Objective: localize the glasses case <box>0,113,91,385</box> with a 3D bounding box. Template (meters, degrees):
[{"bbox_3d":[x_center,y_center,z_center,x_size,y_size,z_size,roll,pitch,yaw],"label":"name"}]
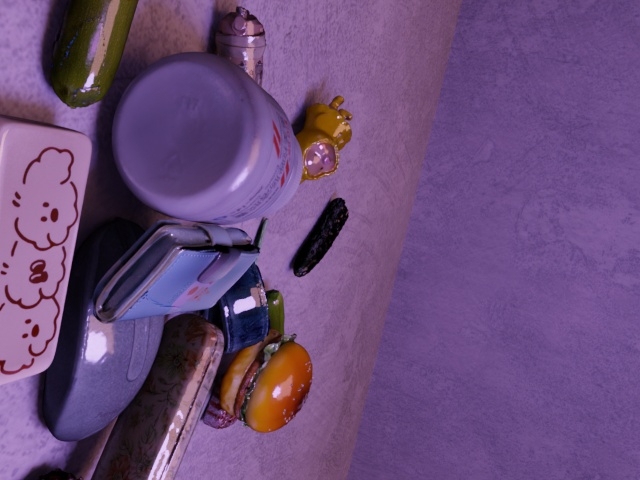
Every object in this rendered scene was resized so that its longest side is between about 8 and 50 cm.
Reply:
[{"bbox_3d":[-0.392,0.015,0.707,0.144,0.076,0.336,-8,113,-66],"label":"glasses case"}]

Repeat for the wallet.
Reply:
[{"bbox_3d":[-0.209,0.051,0.869,0.176,0.075,0.250,-46,164,12],"label":"wallet"}]

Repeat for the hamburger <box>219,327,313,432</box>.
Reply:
[{"bbox_3d":[-0.110,0.331,1.309,0.246,0.170,0.246,-52,158,-30],"label":"hamburger"}]

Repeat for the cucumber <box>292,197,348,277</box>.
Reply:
[{"bbox_3d":[0.000,0.000,1.669,0.303,0.072,0.081,-58,157,-32],"label":"cucumber"}]

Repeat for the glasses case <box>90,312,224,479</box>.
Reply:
[{"bbox_3d":[-0.294,0.331,0.978,0.098,0.157,0.425,40,61,-42],"label":"glasses case"}]

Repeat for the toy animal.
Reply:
[{"bbox_3d":[-0.004,-0.255,1.394,0.229,0.156,0.156,-53,153,-20],"label":"toy animal"}]

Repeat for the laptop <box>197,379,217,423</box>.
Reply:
[{"bbox_3d":[-0.319,0.365,1.237,0.187,0.015,0.269,-65,157,-21],"label":"laptop"}]

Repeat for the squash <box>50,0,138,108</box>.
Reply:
[{"bbox_3d":[-0.276,-0.331,0.723,0.087,0.087,0.331,17,89,-69],"label":"squash"}]

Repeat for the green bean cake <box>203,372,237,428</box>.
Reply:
[{"bbox_3d":[-0.231,0.404,1.413,0.135,0.056,0.135,46,65,-73],"label":"green bean cake"}]

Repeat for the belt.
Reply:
[{"bbox_3d":[-0.188,0.120,1.118,0.116,0.206,0.267,-18,136,-24],"label":"belt"}]

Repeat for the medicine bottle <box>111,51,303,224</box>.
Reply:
[{"bbox_3d":[-0.162,-0.147,0.921,0.306,0.245,0.244,7,100,-77],"label":"medicine bottle"}]

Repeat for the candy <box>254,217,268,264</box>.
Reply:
[{"bbox_3d":[-0.170,0.099,1.345,0.097,0.097,0.323,37,64,-68],"label":"candy"}]

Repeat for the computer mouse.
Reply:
[{"bbox_3d":[-0.334,0.153,0.904,0.203,0.114,0.373,-4,109,-67],"label":"computer mouse"}]

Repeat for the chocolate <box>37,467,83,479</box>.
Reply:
[{"bbox_3d":[-0.437,0.428,0.878,0.156,0.156,0.133,74,17,-54],"label":"chocolate"}]

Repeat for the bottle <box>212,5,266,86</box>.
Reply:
[{"bbox_3d":[-0.146,-0.346,1.013,0.099,0.099,0.152,-40,143,-54],"label":"bottle"}]

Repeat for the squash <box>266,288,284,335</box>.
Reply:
[{"bbox_3d":[-0.135,0.250,1.513,0.082,0.082,0.292,-46,145,-49],"label":"squash"}]
